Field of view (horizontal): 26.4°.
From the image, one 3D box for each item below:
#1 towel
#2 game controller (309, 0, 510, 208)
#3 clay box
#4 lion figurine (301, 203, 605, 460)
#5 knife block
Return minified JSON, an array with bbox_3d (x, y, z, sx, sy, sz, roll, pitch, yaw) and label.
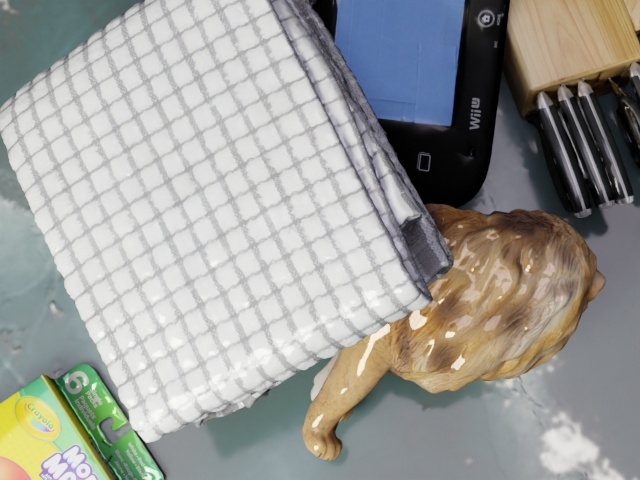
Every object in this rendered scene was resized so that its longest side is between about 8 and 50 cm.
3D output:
[{"bbox_3d":[-0.064,-0.032,0.951,0.235,0.121,0.283,-31,78,14],"label":"towel"},{"bbox_3d":[0.065,-0.183,1.076,0.167,0.067,0.319,10,105,19],"label":"game controller"},{"bbox_3d":[-0.250,0.204,1.086,0.222,0.053,0.127,-35,80,-3],"label":"clay box"},{"bbox_3d":[0.000,0.000,1.042,0.392,0.142,0.240,35,108,2],"label":"lion figurine"},{"bbox_3d":[0.181,-0.157,1.113,0.276,0.088,0.242,26,81,7],"label":"knife block"}]
